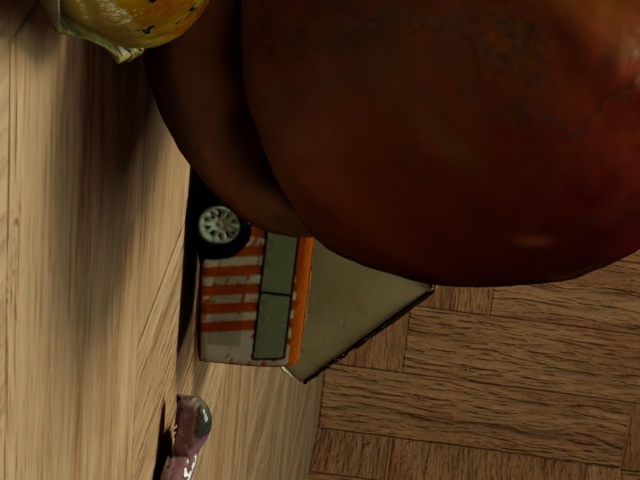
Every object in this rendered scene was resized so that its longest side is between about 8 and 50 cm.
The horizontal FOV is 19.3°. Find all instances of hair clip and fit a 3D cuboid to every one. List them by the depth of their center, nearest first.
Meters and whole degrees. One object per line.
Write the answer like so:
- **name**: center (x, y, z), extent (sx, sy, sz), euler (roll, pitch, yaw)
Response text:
- **hair clip**: center (-0.099, 0.204, 1.377), extent (0.187, 0.056, 0.146), euler (67, 31, -67)

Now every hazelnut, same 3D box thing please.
- **hazelnut**: center (0.063, -0.165, 1.000), extent (0.409, 0.359, 0.359), euler (-71, 169, -56)

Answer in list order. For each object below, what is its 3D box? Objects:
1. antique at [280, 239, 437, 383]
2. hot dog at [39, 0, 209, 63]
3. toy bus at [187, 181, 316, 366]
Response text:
- **antique**: center (0.000, 0.000, 1.489), extent (0.147, 0.148, 0.152), euler (-36, -164, 22)
- **hot dog**: center (-0.068, -0.152, 0.686), extent (0.270, 0.082, 0.162), euler (76, 22, -85)
- **toy bus**: center (-0.036, -0.106, 1.317), extent (0.093, 0.092, 0.408), euler (-82, 180, -65)
